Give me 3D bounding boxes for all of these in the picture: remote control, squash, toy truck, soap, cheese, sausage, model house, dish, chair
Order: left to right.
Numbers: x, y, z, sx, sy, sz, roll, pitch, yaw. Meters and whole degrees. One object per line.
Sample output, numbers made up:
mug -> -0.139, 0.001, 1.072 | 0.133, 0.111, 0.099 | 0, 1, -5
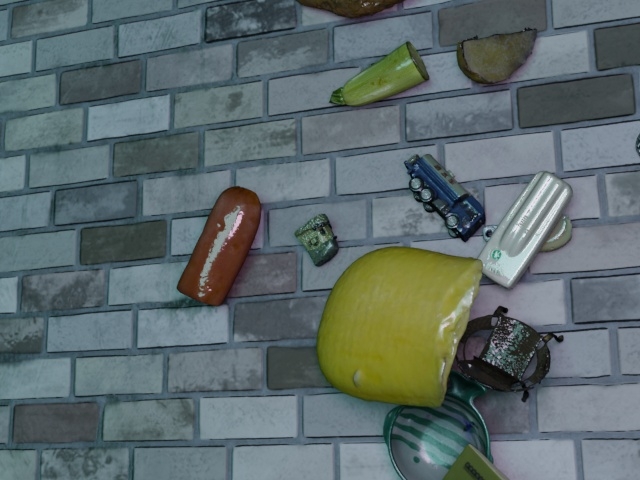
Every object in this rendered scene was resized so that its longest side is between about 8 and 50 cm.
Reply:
sausage -> -0.206, 0.009, 2.087 | 0.113, 0.113, 0.259 | 25, 89, 23
model house -> 0.000, 0.000, 2.035 | 0.078, 0.066, 0.083 | -34, 70, 12
squash -> 0.113, -0.334, 2.069 | 0.224, 0.094, 0.094 | -23, 71, 23
soap -> 0.141, 0.158, 1.847 | 0.427, 0.115, 0.306 | 5, 77, 55
toy truck -> 0.245, -0.091, 1.966 | 0.088, 0.074, 0.202 | -41, 67, -2
dish -> 0.237, 0.365, 1.849 | 0.224, 0.078, 0.246 | 27, 97, 22
chair -> 0.337, 0.207, 1.788 | 0.174, 0.213, 0.149 | 28, 94, 22
remote control -> 0.384, -0.023, 1.854 | 0.090, 0.049, 0.230 | 35, 96, 24
cheese -> 0.402, -0.029, 1.901 | 0.171, 0.047, 0.092 | 11, 82, 23

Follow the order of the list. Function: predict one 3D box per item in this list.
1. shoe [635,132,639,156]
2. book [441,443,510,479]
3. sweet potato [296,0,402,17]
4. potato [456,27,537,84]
shoe -> 0.660, -0.219, 1.847 | 0.159, 0.053, 0.062 | -39, 71, 5
book -> 0.256, 0.573, 1.755 | 0.239, 0.035, 0.352 | 43, 114, 34
sweet potato -> 0.099, -0.531, 2.108 | 0.341, 0.092, 0.114 | -9, 50, 18
potato -> 0.352, -0.368, 1.992 | 0.172, 0.089, 0.101 | -16, 93, -16
